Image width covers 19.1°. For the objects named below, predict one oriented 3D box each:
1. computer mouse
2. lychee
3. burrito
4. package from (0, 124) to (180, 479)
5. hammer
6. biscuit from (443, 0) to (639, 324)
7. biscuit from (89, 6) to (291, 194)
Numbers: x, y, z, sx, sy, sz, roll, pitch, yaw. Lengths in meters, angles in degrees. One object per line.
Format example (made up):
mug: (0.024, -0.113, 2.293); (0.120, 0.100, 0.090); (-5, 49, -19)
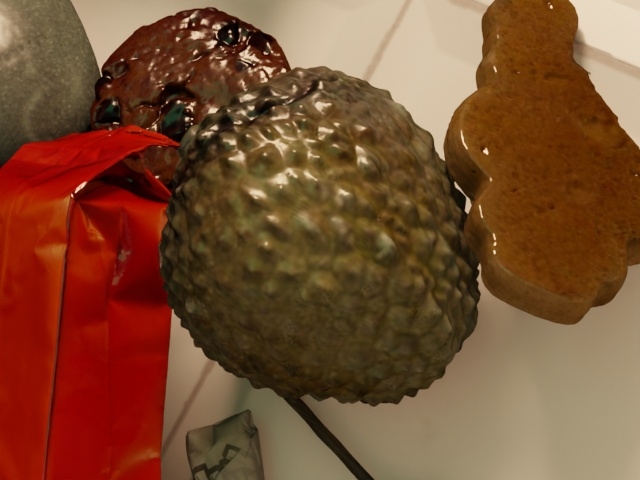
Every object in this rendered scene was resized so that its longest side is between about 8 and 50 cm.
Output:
computer mouse: (-0.341, -0.210, 1.724); (0.203, 0.114, 0.374); (-38, 63, -20)
lychee: (0.000, 0.000, 1.462); (0.274, 0.255, 0.255); (36, 90, 18)
burrito: (-0.070, 0.234, 1.531); (0.064, 0.064, 0.203); (-17, 67, 18)
package: (-0.211, 0.108, 1.537); (0.196, 0.123, 0.424); (-2, 80, 51)
hammer: (-0.015, 0.135, 1.559); (0.058, 0.029, 0.292); (-46, 61, 3)
biscuit: (0.180, -0.071, 1.474); (0.047, 0.183, 0.320); (124, 144, -48)
biscuit: (-0.107, -0.112, 1.647); (0.192, 0.049, 0.192); (-2, 74, 8)
